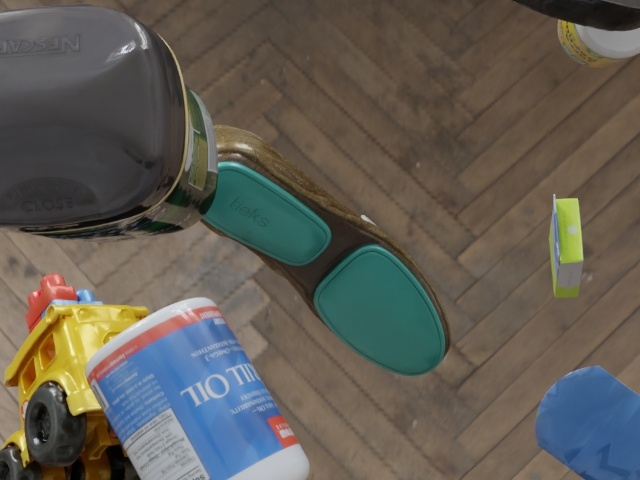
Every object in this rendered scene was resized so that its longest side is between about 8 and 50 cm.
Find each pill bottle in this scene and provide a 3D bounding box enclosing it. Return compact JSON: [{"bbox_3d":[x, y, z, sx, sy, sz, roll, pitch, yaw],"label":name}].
[{"bbox_3d":[0.392,-0.301,1.573,0.117,0.208,0.118,0,94,2],"label":"pill bottle"},{"bbox_3d":[-0.085,0.167,0.914,0.124,0.124,0.221,-30,78,-11],"label":"pill bottle"}]

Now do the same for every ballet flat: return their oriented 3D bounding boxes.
[{"bbox_3d":[0.000,0.000,1.104,0.116,0.342,0.124,-42,29,21],"label":"ballet flat"}]

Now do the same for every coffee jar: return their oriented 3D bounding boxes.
[{"bbox_3d":[-0.096,-0.040,0.465,0.096,0.184,0.079,-5,88,0],"label":"coffee jar"}]

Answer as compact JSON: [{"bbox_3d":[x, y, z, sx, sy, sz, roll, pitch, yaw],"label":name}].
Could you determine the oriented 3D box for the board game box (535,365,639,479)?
[{"bbox_3d":[0.362,0.240,1.475,0.168,0.033,0.133,36,105,1],"label":"board game box"}]

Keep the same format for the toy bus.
[{"bbox_3d":[-0.255,0.151,1.152,0.149,0.220,0.211,3,49,-43],"label":"toy bus"}]

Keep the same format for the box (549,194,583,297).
[{"bbox_3d":[0.386,0.010,1.795,0.042,0.178,0.109,-3,67,7],"label":"box"}]

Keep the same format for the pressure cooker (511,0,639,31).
[{"bbox_3d":[0.299,-0.479,1.206,0.370,0.420,0.375,40,33,24],"label":"pressure cooker"}]
